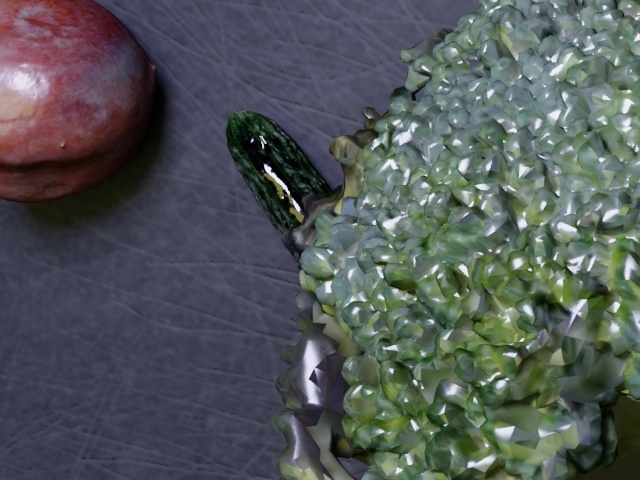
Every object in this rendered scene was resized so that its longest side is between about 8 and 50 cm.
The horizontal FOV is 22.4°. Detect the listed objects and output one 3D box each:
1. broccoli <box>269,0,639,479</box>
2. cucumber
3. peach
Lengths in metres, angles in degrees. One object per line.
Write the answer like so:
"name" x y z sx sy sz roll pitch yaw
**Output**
"broccoli" 0.113 0.019 0.907 0.334 0.324 0.272 41 151 56
"cucumber" 0.000 0.000 1.094 0.214 0.052 0.058 59 146 5
"peach" -0.184 -0.101 1.119 0.152 0.152 0.152 6 105 24
